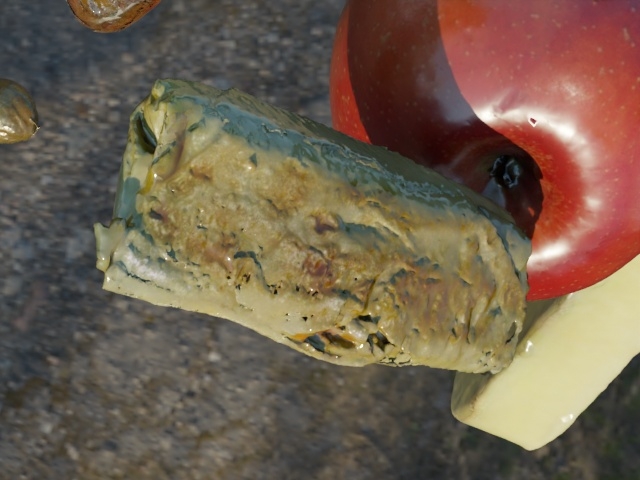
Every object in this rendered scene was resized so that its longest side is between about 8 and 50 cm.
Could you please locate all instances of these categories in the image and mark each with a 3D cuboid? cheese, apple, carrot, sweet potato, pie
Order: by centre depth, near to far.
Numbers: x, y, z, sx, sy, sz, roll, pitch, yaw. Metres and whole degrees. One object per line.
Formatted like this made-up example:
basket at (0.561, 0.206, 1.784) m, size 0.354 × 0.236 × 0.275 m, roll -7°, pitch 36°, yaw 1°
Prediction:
pie at (0.000, 0.000, 0.854) m, size 0.282 × 0.068 × 0.128 m, roll 18°, pitch 80°, yaw -38°
carrot at (-0.084, -0.178, 0.925) m, size 0.055 × 0.161 × 0.055 m, roll 46°, pitch 27°, yaw -33°
apple at (0.132, -0.088, 1.029) m, size 0.260 × 0.260 × 0.216 m, roll 56°, pitch 28°, yaw -28°
cheese at (0.265, -0.017, 1.536) m, size 0.104 × 0.384 × 0.383 m, roll 24°, pitch 78°, yaw -8°
sweet potato at (-0.397, -0.148, 1.648) m, size 0.081 × 0.233 × 0.062 m, roll -64°, pitch 154°, yaw -45°
